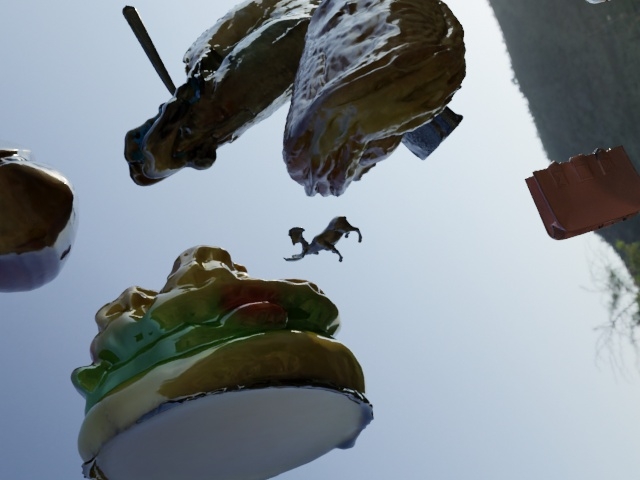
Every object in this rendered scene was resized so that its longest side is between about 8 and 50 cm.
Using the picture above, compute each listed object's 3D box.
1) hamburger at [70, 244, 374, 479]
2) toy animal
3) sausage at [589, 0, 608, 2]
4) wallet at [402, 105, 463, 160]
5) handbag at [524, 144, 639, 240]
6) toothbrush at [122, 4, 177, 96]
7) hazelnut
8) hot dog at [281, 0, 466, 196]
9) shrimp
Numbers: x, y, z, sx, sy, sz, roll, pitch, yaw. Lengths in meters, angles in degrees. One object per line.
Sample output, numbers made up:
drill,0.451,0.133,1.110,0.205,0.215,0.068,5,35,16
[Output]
hamburger,-0.079,0.106,0.484,0.237,0.237,0.149,28,-147,-44
toy animal,0.000,0.000,1.781,0.186,0.214,0.093,29,-160,-42
sausage,0.596,-0.614,1.286,0.258,0.133,0.133,16,-119,-40
wallet,0.180,-0.280,1.276,0.221,0.262,0.071,39,-97,0
handbag,0.542,-0.100,1.193,0.059,0.212,0.157,100,151,-71
toothbrush,-0.338,-0.357,1.257,0.030,0.031,0.297,-48,-56,-37
hazelnut,-0.383,-0.033,0.672,0.212,0.181,0.181,38,-177,-7
hot dog,0.041,-0.147,0.558,0.122,0.196,0.272,35,-148,-26
shrimp,-0.113,-0.237,0.795,0.445,0.221,0.110,-58,-29,-37
